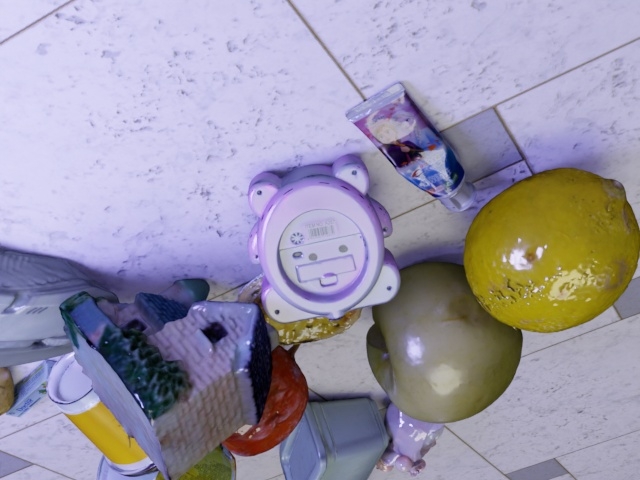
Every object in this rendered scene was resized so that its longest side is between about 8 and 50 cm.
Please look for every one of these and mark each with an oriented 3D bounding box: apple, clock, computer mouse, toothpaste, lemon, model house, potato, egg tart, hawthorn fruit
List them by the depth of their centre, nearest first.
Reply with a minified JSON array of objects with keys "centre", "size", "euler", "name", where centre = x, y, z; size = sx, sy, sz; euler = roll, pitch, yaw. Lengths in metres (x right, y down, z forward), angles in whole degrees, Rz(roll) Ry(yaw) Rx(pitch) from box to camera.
[{"centre":[0.148,-0.133,1.394],"size":[0.096,0.061,0.266],"euler":[-27,135,24],"name":"toothpaste"},{"centre":[0.000,0.000,1.437],"size":[0.228,0.090,0.248],"euler":[-12,114,1],"name":"clock"},{"centre":[0.369,0.012,1.472],"size":[0.258,0.258,0.310],"euler":[14,139,-30],"name":"lemon"},{"centre":[-0.221,0.177,1.480],"size":[0.284,0.298,0.243],"euler":[-29,141,-27],"name":"model house"},{"centre":[-0.535,0.118,1.482],"size":[0.429,0.145,0.228],"euler":[14,136,-31],"name":"computer mouse"},{"centre":[-0.036,0.098,1.622],"size":[0.234,0.094,0.234],"euler":[-4,144,-3],"name":"egg tart"},{"centre":[0.220,0.180,1.665],"size":[0.254,0.292,0.292],"euler":[-8,144,-12],"name":"apple"},{"centre":[-0.113,0.261,1.734],"size":[0.272,0.242,0.242],"euler":[-36,145,-11],"name":"hawthorn fruit"},{"centre":[-0.632,0.284,1.743],"size":[0.107,0.080,0.170],"euler":[-7,145,-26],"name":"potato"},{"centre":[-0.558,0.287,1.792],"size":[0.034,0.046,0.164],"euler":[20,134,-40],"name":"toothpaste"}]

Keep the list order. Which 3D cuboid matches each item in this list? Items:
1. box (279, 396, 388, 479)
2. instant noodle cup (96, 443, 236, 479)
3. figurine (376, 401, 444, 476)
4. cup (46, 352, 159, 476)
[{"centre":[0.029,0.480,2.108],"size":[0.182,0.175,0.312],"euler":[-6,145,-20],"name":"box"},{"centre":[-0.344,0.514,1.998],"size":[0.264,0.264,0.200],"euler":[-28,133,23],"name":"instant noodle cup"},{"centre":[0.201,0.447,2.117],"size":[0.133,0.200,0.276],"euler":[28,138,14],"name":"figurine"},{"centre":[-0.388,0.323,1.776],"size":[0.196,0.196,0.279],"euler":[-22,136,15],"name":"cup"}]
